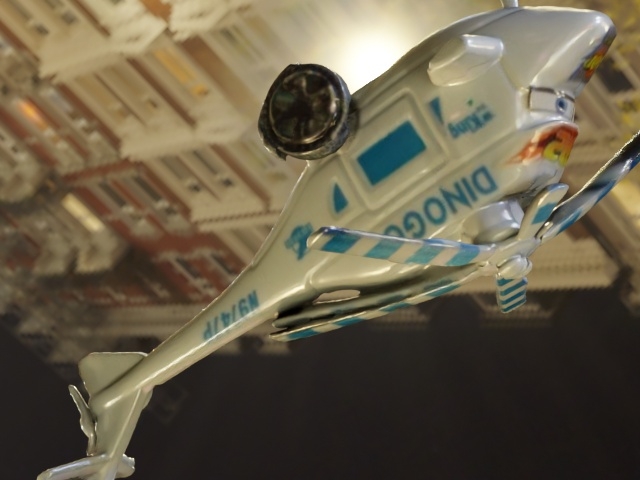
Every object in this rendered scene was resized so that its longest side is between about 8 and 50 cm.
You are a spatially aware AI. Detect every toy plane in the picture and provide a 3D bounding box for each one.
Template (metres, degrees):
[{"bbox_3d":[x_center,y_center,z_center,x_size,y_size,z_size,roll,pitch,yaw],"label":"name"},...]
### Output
[{"bbox_3d":[0.004,0.002,0.553,0.273,0.182,0.107,-40,-113,34],"label":"toy plane"}]
